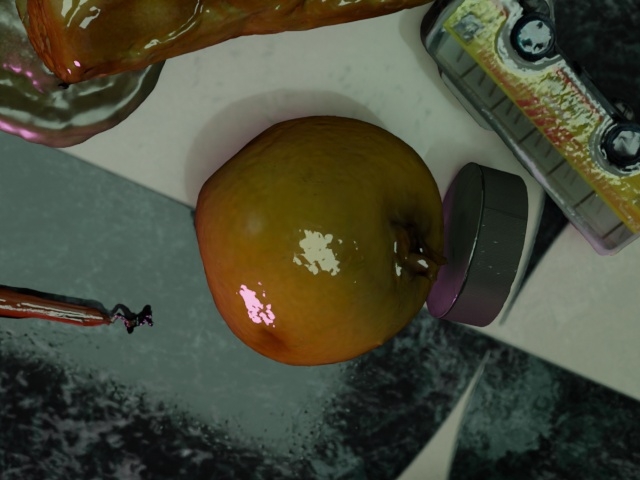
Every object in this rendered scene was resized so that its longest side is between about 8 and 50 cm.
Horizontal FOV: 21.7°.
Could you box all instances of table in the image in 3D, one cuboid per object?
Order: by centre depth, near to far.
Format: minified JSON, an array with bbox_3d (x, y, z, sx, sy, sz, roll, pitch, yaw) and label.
[{"bbox_3d":[0.129,0.004,1.397,0.043,0.133,0.134,14,100,-11],"label":"table"}]

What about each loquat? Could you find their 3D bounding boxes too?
[{"bbox_3d":[0.000,0.000,1.344,0.208,0.208,0.208,-2,103,-7],"label":"loquat"}]

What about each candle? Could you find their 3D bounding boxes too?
[{"bbox_3d":[-0.226,0.060,1.422,0.167,0.021,0.026,10,81,-8],"label":"candle"}]

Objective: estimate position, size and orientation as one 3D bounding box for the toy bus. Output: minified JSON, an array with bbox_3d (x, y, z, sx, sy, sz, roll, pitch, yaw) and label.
[{"bbox_3d":[0.191,-0.112,1.405,0.106,0.092,0.268,-39,105,13],"label":"toy bus"}]

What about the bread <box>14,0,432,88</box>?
[{"bbox_3d":[-0.069,-0.229,1.275,0.344,0.195,0.149,-15,108,-16],"label":"bread"}]

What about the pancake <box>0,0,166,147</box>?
[{"bbox_3d":[-0.234,-0.189,1.355,0.222,0.042,0.236,-30,106,-5],"label":"pancake"}]
